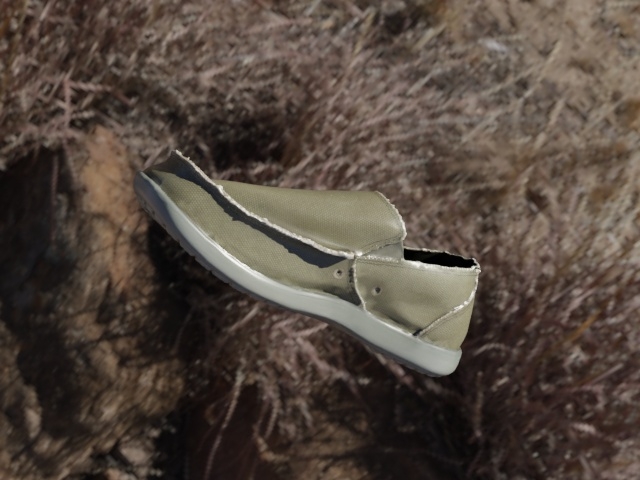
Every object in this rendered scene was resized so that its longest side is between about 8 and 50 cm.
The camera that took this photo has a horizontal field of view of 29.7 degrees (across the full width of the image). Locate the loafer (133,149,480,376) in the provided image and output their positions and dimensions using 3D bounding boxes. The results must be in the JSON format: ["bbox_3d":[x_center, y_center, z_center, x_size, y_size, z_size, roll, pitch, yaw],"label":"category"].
[{"bbox_3d":[0.000,0.000,0.738,0.251,0.087,0.094,27,5,-33],"label":"loafer"}]
